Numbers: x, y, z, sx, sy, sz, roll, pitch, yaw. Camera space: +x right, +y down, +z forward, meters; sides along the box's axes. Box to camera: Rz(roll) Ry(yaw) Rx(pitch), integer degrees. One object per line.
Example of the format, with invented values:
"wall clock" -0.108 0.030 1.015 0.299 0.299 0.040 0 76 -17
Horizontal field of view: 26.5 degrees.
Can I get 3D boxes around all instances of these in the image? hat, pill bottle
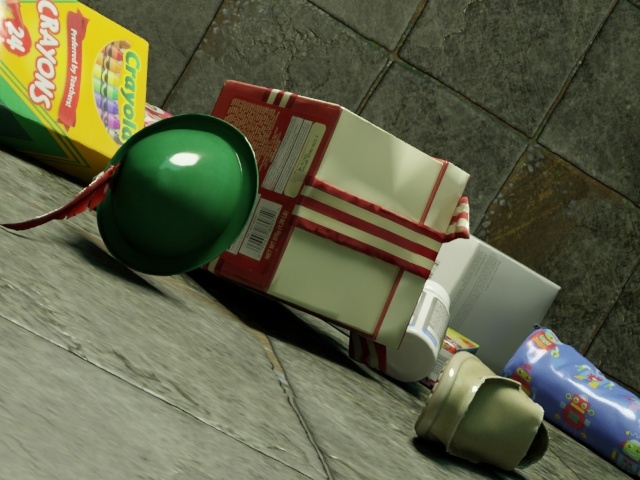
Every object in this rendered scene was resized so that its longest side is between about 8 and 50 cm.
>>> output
"hat" -0.168 -0.073 1.286 0.173 0.208 0.183 -3 -26 15
"pill bottle" 0.117 0.108 1.677 0.078 0.078 0.137 31 31 0

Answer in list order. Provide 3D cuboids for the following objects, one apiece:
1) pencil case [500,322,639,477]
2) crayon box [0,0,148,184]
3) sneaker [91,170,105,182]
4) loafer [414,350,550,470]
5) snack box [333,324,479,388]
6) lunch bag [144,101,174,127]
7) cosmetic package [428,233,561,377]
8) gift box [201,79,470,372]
"pencil case" 0.434 0.260 2.149 0.306 0.119 0.133 34 28 29
"crayon box" -0.323 -0.198 1.714 0.081 0.202 0.318 -18 -28 34
"sneaker" -0.253 -0.057 1.649 0.065 0.061 0.158 4 -3 13
"loafer" 0.178 0.183 1.406 0.092 0.102 0.268 26 1 25
"snack box" 0.100 0.118 1.844 0.207 0.070 0.174 30 5 15
"lunch bag" -0.245 -0.136 2.064 0.258 0.120 0.293 28 6 -28
"cosmetic package" 0.234 0.091 2.251 0.155 0.197 0.365 32 3 32
"gift box" 0.009 -0.014 1.566 0.258 0.255 0.276 24 2 -43
